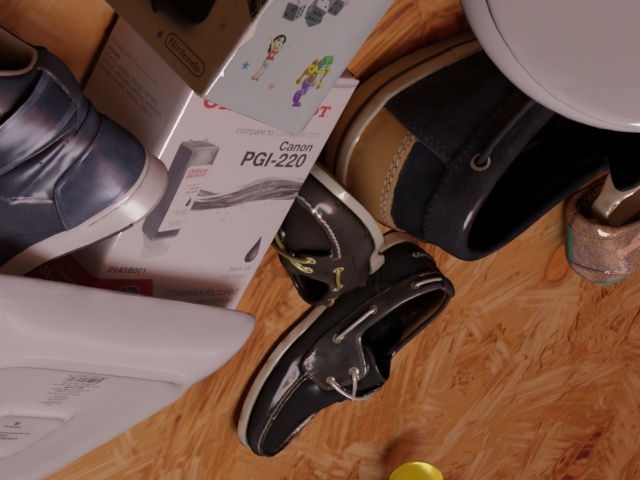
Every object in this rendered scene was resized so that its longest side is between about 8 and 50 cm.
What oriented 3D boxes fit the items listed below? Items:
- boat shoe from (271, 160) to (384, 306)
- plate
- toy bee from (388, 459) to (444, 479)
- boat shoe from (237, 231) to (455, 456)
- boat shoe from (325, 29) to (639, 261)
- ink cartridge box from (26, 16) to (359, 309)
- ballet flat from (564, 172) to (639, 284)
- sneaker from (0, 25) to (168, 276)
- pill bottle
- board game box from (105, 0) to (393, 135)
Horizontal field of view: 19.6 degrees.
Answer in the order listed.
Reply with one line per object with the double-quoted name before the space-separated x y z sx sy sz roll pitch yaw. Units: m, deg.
"boat shoe" 0.000 0.000 1.399 0.069 0.081 0.228 -42 164 -5
"plate" -0.218 0.113 1.247 0.278 0.045 0.277 -32 155 28
"toy bee" 0.049 0.292 1.788 0.195 0.162 0.298 -57 172 4
"boat shoe" 0.018 0.101 1.574 0.233 0.079 0.084 -48 150 9
"boat shoe" 0.238 -0.126 1.493 0.500 0.156 0.186 -28 142 -27
"ink cartridge box" -0.094 -0.050 1.261 0.159 0.092 0.218 -1 126 -48
"ballet flat" 0.357 -0.079 1.734 0.316 0.107 0.106 -38 134 -11
"sneaker" -0.231 -0.038 1.133 0.226 0.086 0.163 -30 131 15
"pill bottle" 0.195 -0.186 1.144 0.224 0.224 0.392 -53 -177 12
"board game box" -0.012 -0.246 1.006 0.097 0.224 0.303 18 113 -52
